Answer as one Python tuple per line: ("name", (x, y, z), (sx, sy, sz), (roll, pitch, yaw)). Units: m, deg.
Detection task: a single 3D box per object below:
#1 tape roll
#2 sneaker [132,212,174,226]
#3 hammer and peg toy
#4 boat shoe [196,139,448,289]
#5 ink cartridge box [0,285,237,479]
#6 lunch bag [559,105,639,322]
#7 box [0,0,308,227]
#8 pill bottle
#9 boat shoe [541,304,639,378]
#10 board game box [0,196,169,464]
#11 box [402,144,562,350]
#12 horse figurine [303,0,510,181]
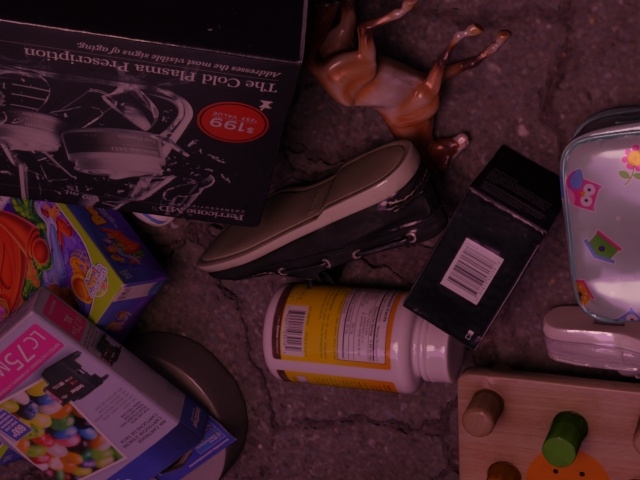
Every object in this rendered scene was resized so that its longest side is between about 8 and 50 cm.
("tape roll", (-0.206, 0.229, 1.592), (0.219, 0.072, 0.219), (7, 111, 19))
("sneaker", (-0.252, -0.113, 1.451), (0.091, 0.126, 0.240), (-22, 100, 28))
("hammer and peg toy", (0.328, 0.279, 1.362), (0.361, 0.127, 0.266), (5, 111, 20))
("boat shoe", (0.002, -0.003, 1.390), (0.340, 0.127, 0.113), (-25, 116, 36))
("ink cartridge box", (-0.272, 0.208, 1.474), (0.186, 0.065, 0.311), (-38, 116, 24))
("lunch bag", (0.384, -0.036, 1.233), (0.279, 0.108, 0.224), (-4, 105, 23))
("box", (-0.200, -0.177, 1.225), (0.343, 0.179, 0.312), (7, 152, -7))
("pill bottle", (0.051, 0.111, 1.417), (0.215, 0.117, 0.117), (4, 111, 21))
("boat shoe", (0.330, 0.117, 1.340), (0.184, 0.066, 0.063), (3, 124, 19))
("board game box", (-0.361, 0.081, 1.555), (0.233, 0.078, 0.347), (50, 121, 21))
("box", (0.176, 0.004, 1.302), (0.093, 0.158, 0.156), (32, 118, 8))
("horse figurine", (0.073, -0.179, 1.282), (0.263, 0.066, 0.174), (20, 126, -31))
